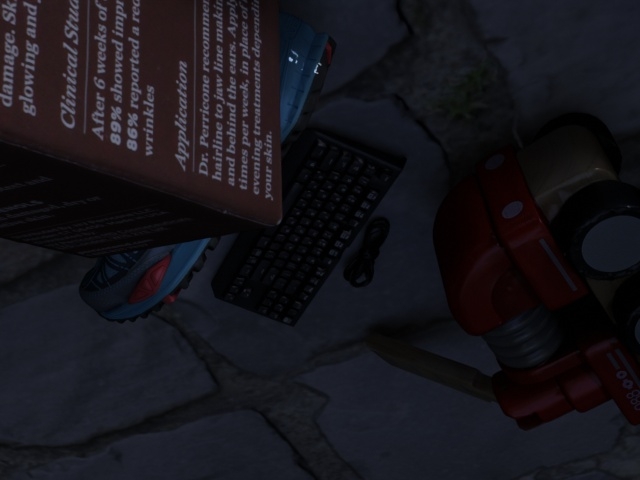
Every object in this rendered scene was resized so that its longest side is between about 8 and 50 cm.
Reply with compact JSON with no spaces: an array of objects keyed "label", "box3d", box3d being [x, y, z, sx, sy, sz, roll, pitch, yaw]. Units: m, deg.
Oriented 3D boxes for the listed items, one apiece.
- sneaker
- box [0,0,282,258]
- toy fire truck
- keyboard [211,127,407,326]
[{"label":"sneaker","box3d":[-0.102,-0.059,0.670,0.125,0.104,0.262,33,121,-11]},{"label":"box","box3d":[-0.175,-0.118,0.407,0.143,0.191,0.381,-9,165,30]},{"label":"toy fire truck","box3d":[0.132,0.049,0.748,0.246,0.158,0.217,-30,122,17]},{"label":"keyboard","box3d":[0.000,0.000,0.765,0.108,0.023,0.180,18,132,-19]}]
